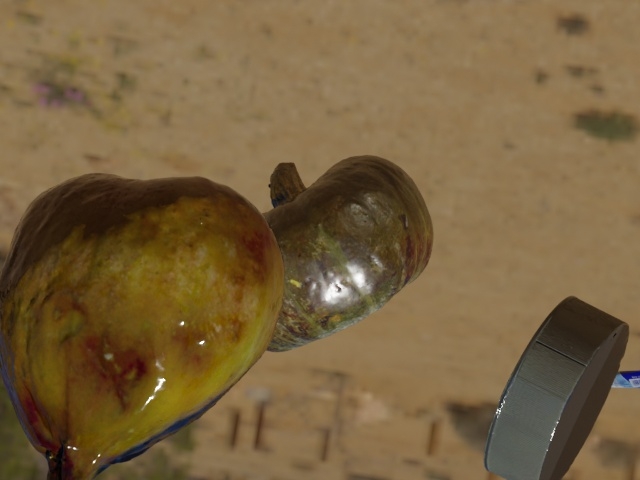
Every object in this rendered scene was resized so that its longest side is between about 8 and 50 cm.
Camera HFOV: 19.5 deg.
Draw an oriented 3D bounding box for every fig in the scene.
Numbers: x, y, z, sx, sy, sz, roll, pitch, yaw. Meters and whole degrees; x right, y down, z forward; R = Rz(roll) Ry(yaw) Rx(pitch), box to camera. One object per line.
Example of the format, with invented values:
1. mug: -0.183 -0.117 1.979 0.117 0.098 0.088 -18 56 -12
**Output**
1. fig: -0.146 0.080 1.167 0.190 0.290 0.191 24 143 20

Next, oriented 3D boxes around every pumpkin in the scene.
1. pumpkin: 0.000 0.000 1.702 0.219 0.162 0.219 -30 178 -1

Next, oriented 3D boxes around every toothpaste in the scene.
1. toothpaste: 0.305 0.141 1.878 0.083 0.015 0.024 -7 118 53

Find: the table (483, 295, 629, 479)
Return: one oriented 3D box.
1. table: 0.161 0.106 1.264 0.043 0.133 0.133 26 179 19
